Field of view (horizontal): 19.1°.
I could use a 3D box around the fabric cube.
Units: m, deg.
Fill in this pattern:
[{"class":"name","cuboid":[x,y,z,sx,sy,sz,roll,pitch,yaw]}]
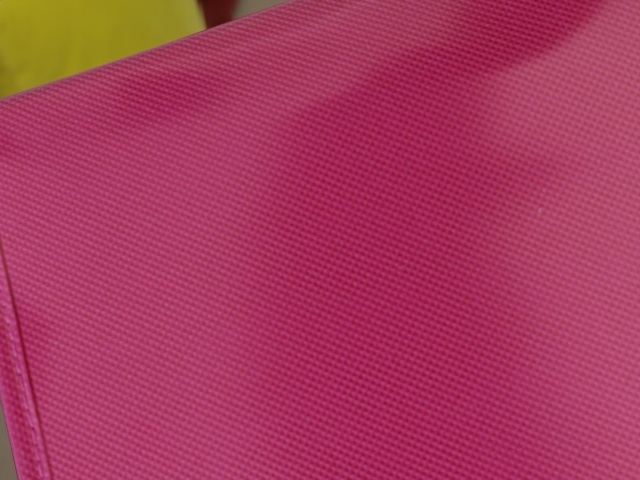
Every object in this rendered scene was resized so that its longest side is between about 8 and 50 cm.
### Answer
[{"class":"fabric cube","cuboid":[0.081,0.081,0.526,0.258,0.259,0.254,-20,63,3]}]
